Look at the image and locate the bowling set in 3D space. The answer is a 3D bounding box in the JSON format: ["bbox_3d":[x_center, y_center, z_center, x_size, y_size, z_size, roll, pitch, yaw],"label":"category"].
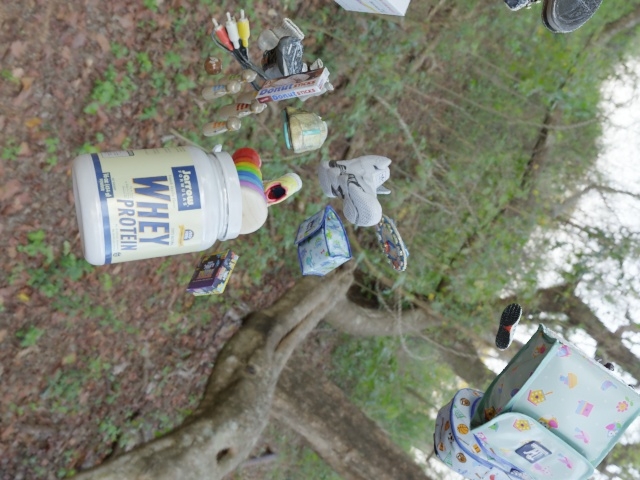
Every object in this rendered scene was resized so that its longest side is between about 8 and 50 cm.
[{"bbox_3d":[-0.255,-0.444,1.888,0.287,0.154,0.200,-59,135,-47],"label":"bowling set"}]

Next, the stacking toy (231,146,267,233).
[{"bbox_3d":[-0.211,-0.157,1.792,0.330,0.141,0.141,-93,-157,-58],"label":"stacking toy"}]

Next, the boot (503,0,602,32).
[{"bbox_3d":[0.600,-0.672,1.692,0.284,0.138,0.378,-4,-119,63],"label":"boot"}]

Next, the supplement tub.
[{"bbox_3d":[-0.353,-0.082,1.395,0.324,0.236,0.236,-9,143,-23],"label":"supplement tub"}]

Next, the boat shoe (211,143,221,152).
[{"bbox_3d":[-0.360,-0.288,2.227,0.035,0.035,0.100,-26,154,-55],"label":"boat shoe"}]

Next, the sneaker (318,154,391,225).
[{"bbox_3d":[0.147,-0.170,1.994,0.210,0.366,0.138,-14,121,-18],"label":"sneaker"}]

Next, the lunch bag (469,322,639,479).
[{"bbox_3d":[0.446,0.334,1.248,0.262,0.223,0.160,-55,-177,8],"label":"lunch bag"}]

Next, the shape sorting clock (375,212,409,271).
[{"bbox_3d":[0.229,0.007,2.142,0.040,0.206,0.206,-25,160,-14],"label":"shape sorting clock"}]

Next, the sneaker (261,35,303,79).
[{"bbox_3d":[-0.103,-0.449,1.636,0.271,0.107,0.101,159,-53,-87],"label":"sneaker"}]

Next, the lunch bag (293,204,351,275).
[{"bbox_3d":[0.000,0.000,1.691,0.096,0.151,0.128,8,152,-39],"label":"lunch bag"}]

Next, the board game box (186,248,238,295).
[{"bbox_3d":[-0.360,0.108,2.135,0.170,0.048,0.141,-11,-132,48],"label":"board game box"}]

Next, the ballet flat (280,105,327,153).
[{"bbox_3d":[-0.042,-0.290,1.677,0.123,0.123,0.348,-63,-168,11],"label":"ballet flat"}]

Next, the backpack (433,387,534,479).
[{"bbox_3d":[0.442,0.524,1.717,0.277,0.263,0.213,-77,-173,-54],"label":"backpack"}]

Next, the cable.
[{"bbox_3d":[-0.252,-0.573,2.013,0.072,0.139,0.287,-75,151,-53],"label":"cable"}]

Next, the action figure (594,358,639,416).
[{"bbox_3d":[0.702,0.355,1.502,0.185,0.285,0.099,31,82,-36],"label":"action figure"}]

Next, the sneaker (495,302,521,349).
[{"bbox_3d":[0.609,0.282,2.098,0.161,0.057,0.075,-68,160,-12],"label":"sneaker"}]

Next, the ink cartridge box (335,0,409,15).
[{"bbox_3d":[0.113,-0.663,1.663,0.154,0.212,0.093,17,93,-52],"label":"ink cartridge box"}]

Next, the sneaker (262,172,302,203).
[{"bbox_3d":[-0.161,-0.145,1.998,0.208,0.082,0.094,-25,-165,31],"label":"sneaker"}]

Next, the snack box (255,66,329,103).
[{"bbox_3d":[-0.066,-0.356,1.486,0.022,0.178,0.064,51,49,-40],"label":"snack box"}]

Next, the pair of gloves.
[{"bbox_3d":[-0.078,-0.501,1.822,0.042,0.240,0.204,-51,-156,-23],"label":"pair of gloves"}]
